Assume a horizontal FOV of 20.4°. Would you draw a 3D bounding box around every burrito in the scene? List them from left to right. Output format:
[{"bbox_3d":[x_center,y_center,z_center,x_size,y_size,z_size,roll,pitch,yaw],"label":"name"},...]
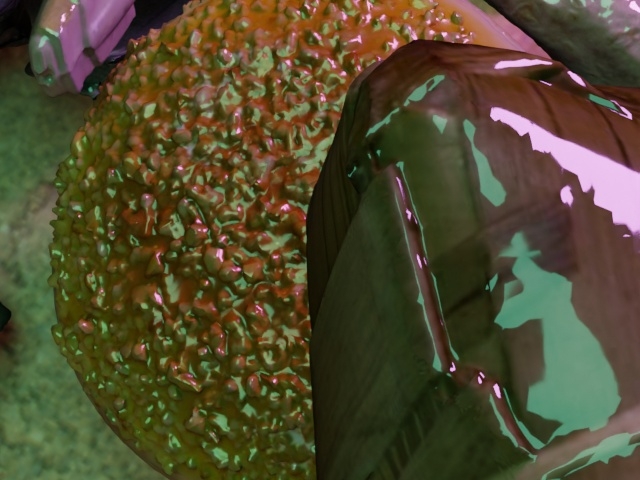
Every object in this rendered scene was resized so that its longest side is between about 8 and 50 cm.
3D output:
[{"bbox_3d":[0.170,-0.085,0.936,0.275,0.082,0.059,40,62,-5],"label":"burrito"}]

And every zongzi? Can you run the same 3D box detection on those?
[{"bbox_3d":[0.245,0.158,0.728,0.500,0.218,0.467,0,70,-19],"label":"zongzi"}]

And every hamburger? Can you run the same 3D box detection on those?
[{"bbox_3d":[0.000,0.000,0.935,0.302,0.170,0.302,-2,75,8],"label":"hamburger"}]

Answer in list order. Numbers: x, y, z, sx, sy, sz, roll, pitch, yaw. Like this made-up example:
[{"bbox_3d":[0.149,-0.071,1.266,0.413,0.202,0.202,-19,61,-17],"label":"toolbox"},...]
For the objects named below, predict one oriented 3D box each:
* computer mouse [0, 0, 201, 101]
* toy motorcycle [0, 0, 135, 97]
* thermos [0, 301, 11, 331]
[{"bbox_3d":[-0.086,-0.157,1.035,0.231,0.071,0.126,-37,65,-15],"label":"computer mouse"},{"bbox_3d":[-0.102,-0.214,0.963,0.223,0.108,0.340,15,55,17],"label":"toy motorcycle"},{"bbox_3d":[-0.257,-0.010,0.981,0.083,0.073,0.187,-38,105,-16],"label":"thermos"}]
